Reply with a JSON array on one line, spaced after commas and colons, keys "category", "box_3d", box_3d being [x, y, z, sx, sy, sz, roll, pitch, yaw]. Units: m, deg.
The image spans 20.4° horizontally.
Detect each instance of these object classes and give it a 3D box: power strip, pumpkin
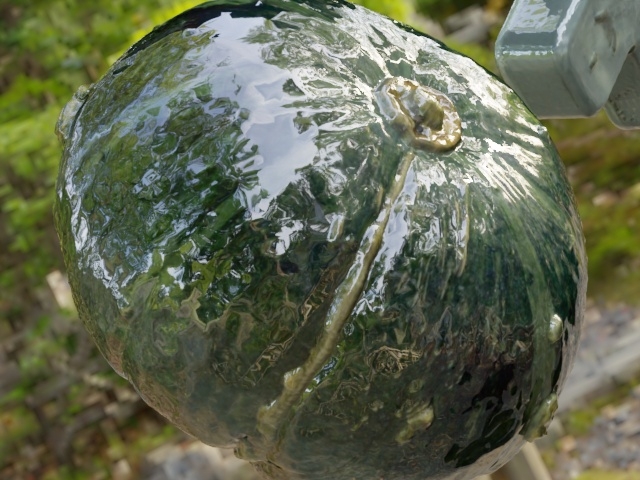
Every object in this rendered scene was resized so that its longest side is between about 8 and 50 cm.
[{"category": "power strip", "box_3d": [0.169, -0.164, 1.103, 0.059, 0.265, 0.194, 4, 55, 37]}, {"category": "pumpkin", "box_3d": [0.001, 0.001, 0.606, 0.146, 0.190, 0.190, -36, -3, 33]}]
